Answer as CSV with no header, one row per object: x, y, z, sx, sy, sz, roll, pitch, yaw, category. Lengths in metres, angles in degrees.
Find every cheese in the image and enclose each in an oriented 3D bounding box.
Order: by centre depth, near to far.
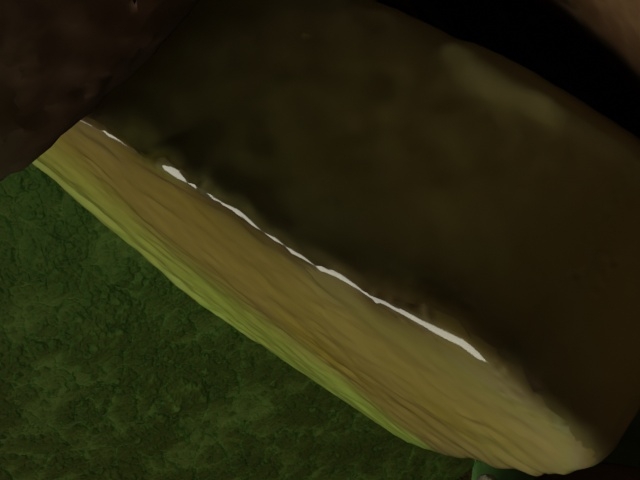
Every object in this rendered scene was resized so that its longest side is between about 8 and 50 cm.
-0.001,0.000,0.546,0.384,0.104,0.384,34,169,8,cheese

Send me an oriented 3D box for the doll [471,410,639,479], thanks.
0.126,0.168,0.468,0.268,0.284,0.216,23,144,43,doll

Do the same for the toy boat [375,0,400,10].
0.036,-0.087,0.652,0.116,0.061,0.188,50,-179,-30,toy boat

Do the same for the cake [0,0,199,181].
-0.153,-0.191,0.340,0.309,0.230,0.237,52,-178,24,cake
